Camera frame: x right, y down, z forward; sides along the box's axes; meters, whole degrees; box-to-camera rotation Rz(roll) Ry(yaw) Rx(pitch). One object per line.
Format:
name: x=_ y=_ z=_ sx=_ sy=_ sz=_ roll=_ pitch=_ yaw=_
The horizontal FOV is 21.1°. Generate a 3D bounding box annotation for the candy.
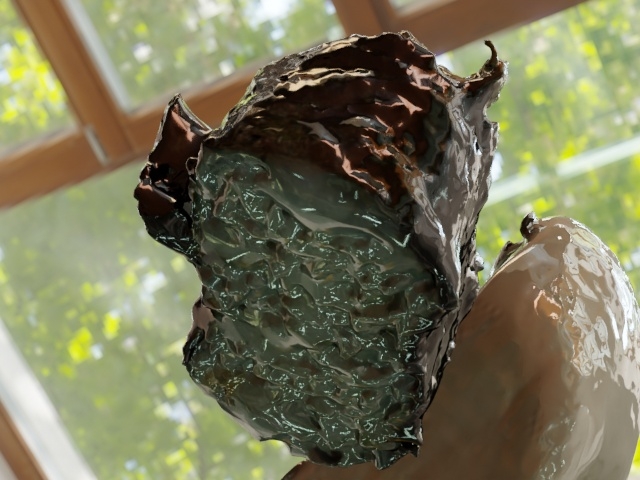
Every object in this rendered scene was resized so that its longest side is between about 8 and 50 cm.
candy: x=0.072 y=0.191 z=1.111 sx=0.386 sy=0.186 sz=0.427 roll=-52 pitch=172 yaw=-20

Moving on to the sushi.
sushi: x=0.000 y=0.000 z=0.756 sx=0.147 sy=0.212 sz=0.115 roll=12 pitch=-128 yaw=12
